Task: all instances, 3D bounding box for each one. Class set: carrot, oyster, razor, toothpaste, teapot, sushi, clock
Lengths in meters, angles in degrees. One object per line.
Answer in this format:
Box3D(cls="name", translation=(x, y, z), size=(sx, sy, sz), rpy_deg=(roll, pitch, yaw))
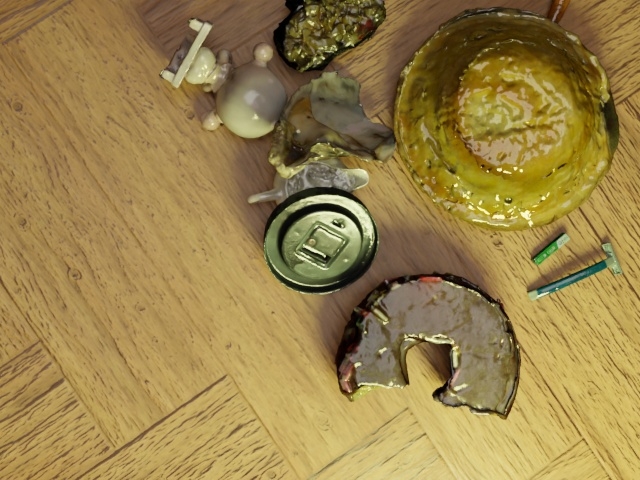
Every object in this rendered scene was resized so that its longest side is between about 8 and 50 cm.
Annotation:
Box3D(cls="carrot", translation=(0.491, -0.522, 1.962), size=(0.061, 0.061, 0.257), rpy_deg=(17, 89, -5))
Box3D(cls="oyster", translation=(0.016, -0.199, 1.827), size=(0.271, 0.275, 0.100), rpy_deg=(3, 132, -20))
Box3D(cls="razor", translation=(0.492, 0.071, 1.948), size=(0.191, 0.037, 0.068), rpy_deg=(-23, 91, -6))
Box3D(cls="toothpaste", translation=(0.447, 0.017, 1.954), size=(0.083, 0.020, 0.017), rpy_deg=(-39, 94, -6))
Box3D(cls="teapot", translation=(-0.025, -0.096, 1.877), size=(0.226, 0.092, 0.145), rpy_deg=(-14, 87, -5))
Box3D(cls="sushi", translation=(0.012, -0.412, 1.881), size=(0.212, 0.115, 0.147), rpy_deg=(-26, 91, -5))
Box3D(cls="clock", translation=(0.000, 0.000, 1.848), size=(0.214, 0.042, 0.215), rpy_deg=(-4, 122, -7))

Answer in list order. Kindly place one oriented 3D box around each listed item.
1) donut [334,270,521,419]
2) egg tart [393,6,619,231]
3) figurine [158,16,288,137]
Box3D(cls="donut", translation=(0.200, 0.187, 1.869), size=(0.344, 0.136, 0.259), rpy_deg=(7, 85, -6))
Box3D(cls="egg tart", translation=(0.355, -0.236, 1.876), size=(0.443, 0.178, 0.443), rpy_deg=(0, 87, -4))
Box3D(cls="figurine", translation=(-0.158, -0.289, 1.849), size=(0.256, 0.144, 0.182), rpy_deg=(32, 82, -7))
